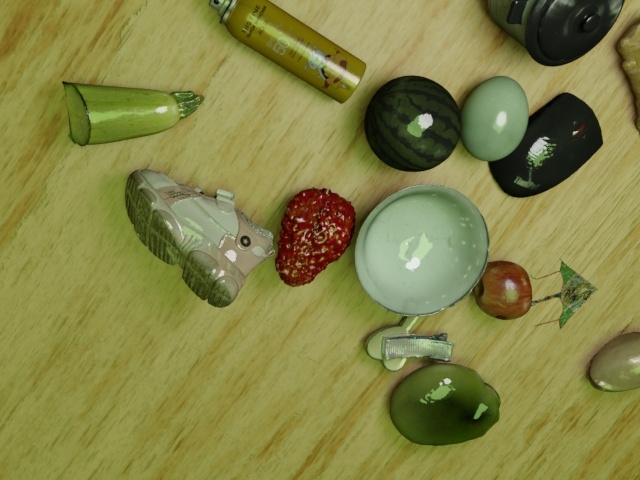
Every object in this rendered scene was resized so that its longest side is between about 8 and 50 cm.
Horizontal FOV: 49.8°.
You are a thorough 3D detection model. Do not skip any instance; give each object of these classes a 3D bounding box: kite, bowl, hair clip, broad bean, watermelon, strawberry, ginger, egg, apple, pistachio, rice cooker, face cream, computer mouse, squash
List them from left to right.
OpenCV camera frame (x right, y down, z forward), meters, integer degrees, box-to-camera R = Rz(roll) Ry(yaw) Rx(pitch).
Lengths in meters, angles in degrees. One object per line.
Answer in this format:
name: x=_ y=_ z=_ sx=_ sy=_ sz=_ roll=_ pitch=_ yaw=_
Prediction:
squash: x=-0.387 y=-0.260 z=1.440 sx=0.287 sy=0.137 sz=0.137 roll=-1 pitch=106 yaw=-12
face cream: x=-0.073 y=-0.421 z=1.456 sx=0.349 sy=0.105 sz=0.105 roll=29 pitch=99 yaw=-16
strawberry: x=0.000 y=0.000 z=1.542 sx=0.190 sy=0.111 sz=0.236 roll=36 pitch=75 yaw=-38
hair clip: x=0.217 y=0.251 z=1.716 sx=0.219 sy=0.071 sz=0.159 roll=1 pitch=98 yaw=-10
watermelon: x=0.202 y=-0.251 z=1.498 sx=0.212 sy=0.212 sz=0.212 roll=-3 pitch=106 yaw=-9
bowl: x=0.218 y=0.010 z=1.607 sx=0.313 sy=0.146 sz=0.313 roll=-2 pitch=105 yaw=-9
broad bean: x=0.320 y=0.419 z=1.758 sx=0.291 sy=0.119 sz=0.238 roll=1 pitch=113 yaw=-8
egg: x=0.390 y=-0.273 z=1.553 sx=0.149 sy=0.149 sz=0.192 roll=9 pitch=101 yaw=-12
apple: x=0.444 y=0.120 z=1.683 sx=0.131 sy=0.146 sz=0.146 roll=2 pitch=106 yaw=0
computer mouse: x=0.534 y=-0.214 z=1.622 sx=0.269 sy=0.100 sz=0.170 roll=-40 pitch=110 yaw=3
kite: x=0.603 y=0.144 z=1.784 sx=0.244 sy=0.006 sz=0.198 roll=-11 pitch=108 yaw=-6
rice cooker: x=0.494 y=-0.501 z=1.434 sx=0.281 sy=0.227 sz=0.241 roll=-11 pitch=136 yaw=-22
pistachio: x=0.806 y=0.319 z=1.807 sx=0.215 sy=0.144 sz=0.144 roll=-26 pitch=108 yaw=5
ginger: x=0.799 y=-0.358 z=1.617 sx=0.190 sy=0.126 sz=0.354 roll=-21 pitch=111 yaw=-14

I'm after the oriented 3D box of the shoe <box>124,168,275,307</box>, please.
shoe: x=-0.267 y=-0.032 z=1.516 sx=0.351 sy=0.172 sz=0.198 roll=49 pitch=56 yaw=0
